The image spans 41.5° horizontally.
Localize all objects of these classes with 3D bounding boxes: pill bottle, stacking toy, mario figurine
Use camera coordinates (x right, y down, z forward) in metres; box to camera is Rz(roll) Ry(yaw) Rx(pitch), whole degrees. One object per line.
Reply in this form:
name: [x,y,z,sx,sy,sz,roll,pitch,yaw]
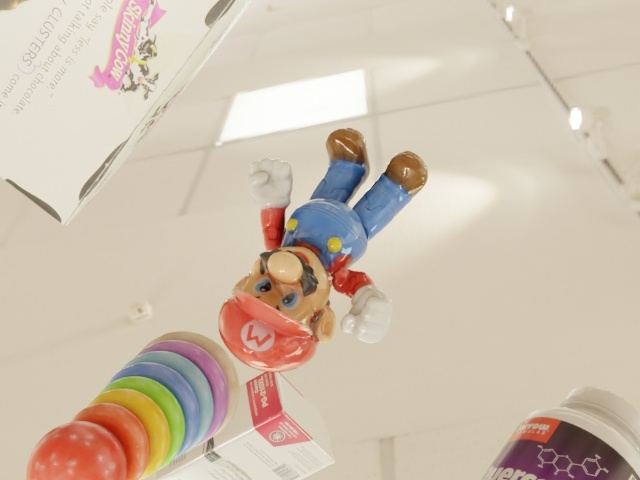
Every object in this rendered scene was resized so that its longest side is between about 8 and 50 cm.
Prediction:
pill bottle: [0.280,0.332,1.027,0.181,0.182,0.323,13,-134,42]
stacking toy: [-0.197,0.193,0.892,0.141,0.141,0.330,-7,-177,12]
mario figurine: [0.000,0.000,0.930,0.198,0.170,0.321,-3,-135,46]

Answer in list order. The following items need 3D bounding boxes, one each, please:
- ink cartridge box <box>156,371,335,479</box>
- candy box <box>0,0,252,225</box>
ink cartridge box: [-0.123,0.333,1.359,0.237,0.172,0.100,-30,-140,11]
candy box: [-0.122,-0.131,0.319,0.165,0.196,0.070,-45,-168,26]
